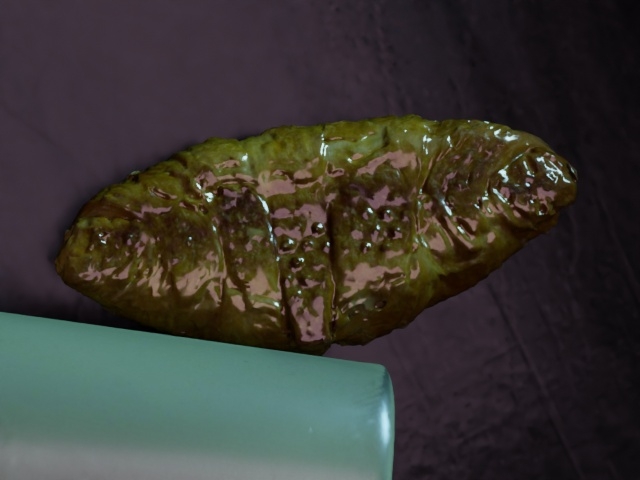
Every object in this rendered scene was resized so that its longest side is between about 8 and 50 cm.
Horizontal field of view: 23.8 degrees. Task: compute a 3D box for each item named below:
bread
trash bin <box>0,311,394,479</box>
[{"bbox_3d":[0.000,0.000,0.684,0.233,0.076,0.105,-11,81,-4],"label":"bread"},{"bbox_3d":[-0.105,0.149,0.628,0.247,0.121,0.243,6,91,-3],"label":"trash bin"}]
